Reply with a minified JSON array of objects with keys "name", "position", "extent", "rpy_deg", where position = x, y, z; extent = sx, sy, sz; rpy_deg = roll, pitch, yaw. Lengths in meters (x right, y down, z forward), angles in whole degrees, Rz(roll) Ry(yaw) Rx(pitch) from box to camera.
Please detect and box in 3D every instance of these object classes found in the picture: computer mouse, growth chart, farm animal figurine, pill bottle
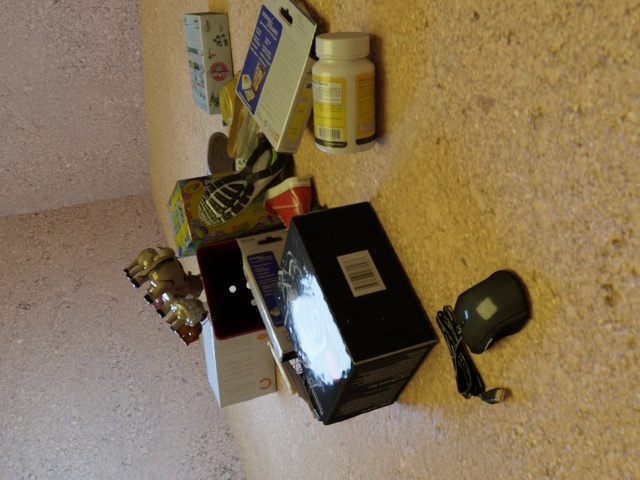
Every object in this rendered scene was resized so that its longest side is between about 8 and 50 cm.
[{"name":"computer mouse","position":[0.251,0.165,1.077],"extent":[0.262,0.060,0.184],"rpy_deg":[125,130,-64]},{"name":"growth chart","position":[-0.071,0.353,1.764],"extent":[0.172,0.021,0.237],"rpy_deg":[62,179,32]},{"name":"farm animal figurine","position":[-0.426,0.121,1.965],"extent":[0.330,0.172,0.327],"rpy_deg":[46,167,11]},{"name":"pill bottle","position":[0.045,-0.278,1.285],"extent":[0.119,0.119,0.209],"rpy_deg":[-137,41,-57]}]

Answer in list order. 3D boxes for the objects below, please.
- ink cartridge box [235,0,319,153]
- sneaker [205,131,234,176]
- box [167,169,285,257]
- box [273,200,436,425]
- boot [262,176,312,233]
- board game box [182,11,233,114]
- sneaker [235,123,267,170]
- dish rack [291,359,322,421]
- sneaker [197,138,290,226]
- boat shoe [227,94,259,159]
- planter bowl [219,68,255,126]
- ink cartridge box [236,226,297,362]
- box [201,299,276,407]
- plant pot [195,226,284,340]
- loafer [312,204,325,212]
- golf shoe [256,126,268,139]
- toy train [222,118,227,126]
[{"name":"ink cartridge box","position":[-0.090,-0.413,1.605],"extent":[0.304,0.072,0.307],"rpy_deg":[58,134,44]},{"name":"sneaker","position":[-0.365,-0.256,2.407],"extent":[0.153,0.099,0.282],"rpy_deg":[-140,39,-56]},{"name":"box","position":[-0.274,-0.080,1.994],"extent":[0.279,0.289,0.177],"rpy_deg":[147,109,-67]},{"name":"box","position":[0.052,0.156,1.428],"extent":[0.313,0.178,0.343],"rpy_deg":[105,147,-53]},{"name":"boot","position":[-0.084,-0.052,1.773],"extent":[0.244,0.088,0.176],"rpy_deg":[158,107,-66]},{"name":"board game box","position":[-0.360,-0.578,2.219],"extent":[0.224,0.097,0.304],"rpy_deg":[-140,43,-60]},{"name":"sneaker","position":[-0.197,-0.243,1.998],"extent":[0.211,0.080,0.081],"rpy_deg":[105,148,-52]},{"name":"dish rack","position":[-0.013,0.342,1.866],"extent":[0.208,0.074,0.272],"rpy_deg":[-135,40,-53]},{"name":"sneaker","position":[-0.196,-0.139,1.820],"extent":[0.111,0.300,0.121],"rpy_deg":[48,171,10]},{"name":"boat shoe","position":[-0.182,-0.357,1.878],"extent":[0.098,0.096,0.277],"rpy_deg":[29,107,62]},{"name":"planter bowl","position":[-0.243,-0.401,2.016],"extent":[0.217,0.090,0.217],"rpy_deg":[168,90,-69]},{"name":"ink cartridge box","position":[-0.082,0.128,1.768],"extent":[0.069,0.175,0.371],"rpy_deg":[104,148,-51]},{"name":"box","position":[-0.286,0.378,2.395],"extent":[0.168,0.214,0.346],"rpy_deg":[-134,38,-55]},{"name":"plant pot","position":[-0.202,0.128,2.010],"extent":[0.236,0.267,0.267],"rpy_deg":[146,111,-82]},{"name":"loafer","position":[0.000,0.000,1.641],"extent":[0.062,0.061,0.170],"rpy_deg":[157,101,-70]},{"name":"golf shoe","position":[-0.114,-0.313,1.771],"extent":[0.186,0.067,0.086],"rpy_deg":[-15,77,61]},{"name":"toy train","position":[-0.325,-0.419,2.327],"extent":[0.083,0.017,0.024],"rpy_deg":[111,153,-56]}]
